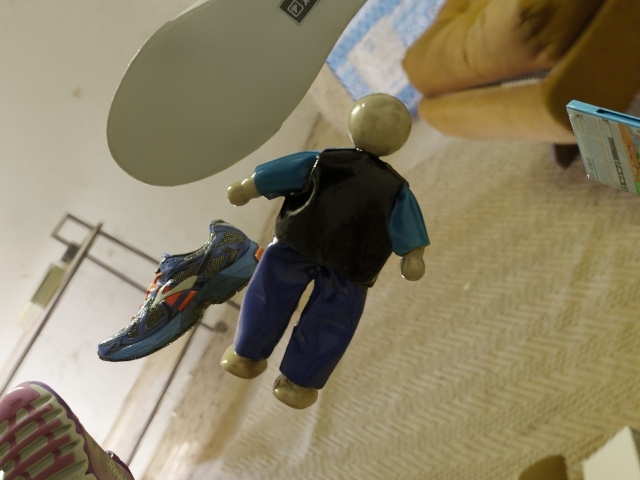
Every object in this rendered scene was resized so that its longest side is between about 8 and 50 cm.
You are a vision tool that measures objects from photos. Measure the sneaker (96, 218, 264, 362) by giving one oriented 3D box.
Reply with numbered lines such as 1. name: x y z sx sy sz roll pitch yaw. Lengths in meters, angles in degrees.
1. sneaker: -0.164 0.060 1.058 0.221 0.087 0.083 -38 -2 -9

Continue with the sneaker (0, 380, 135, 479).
1. sneaker: -0.248 0.245 0.969 0.095 0.236 0.104 -29 9 13

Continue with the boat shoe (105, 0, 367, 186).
1. boat shoe: -0.043 -0.163 0.689 0.301 0.108 0.102 -51 15 -3

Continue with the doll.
1. doll: 0.000 0.000 0.552 0.189 0.129 0.046 -65 -13 13

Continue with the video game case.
1. video game case: 0.366 -0.096 1.079 0.015 0.119 0.166 -41 37 -15
